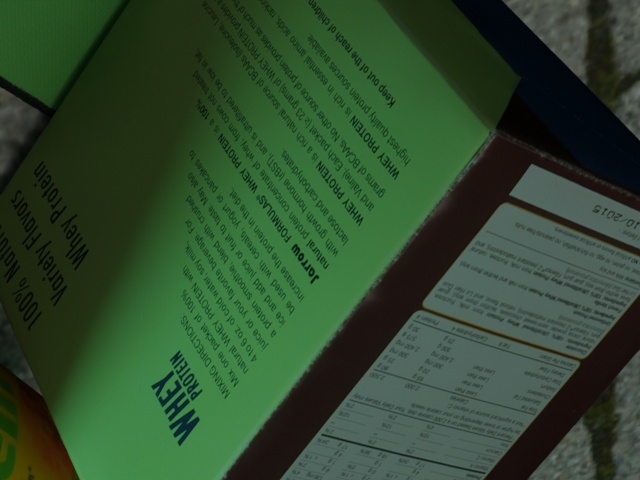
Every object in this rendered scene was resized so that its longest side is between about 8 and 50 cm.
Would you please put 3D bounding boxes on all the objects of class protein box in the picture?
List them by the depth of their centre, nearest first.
[{"bbox_3d":[0.000,0.000,0.619,0.136,0.200,0.201,20,115,-41],"label":"protein box"}]

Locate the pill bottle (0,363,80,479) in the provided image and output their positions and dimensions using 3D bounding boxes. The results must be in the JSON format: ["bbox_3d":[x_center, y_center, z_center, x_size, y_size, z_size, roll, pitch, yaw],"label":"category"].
[{"bbox_3d":[-0.199,0.072,0.615,0.136,0.136,0.245,-38,137,3],"label":"pill bottle"}]

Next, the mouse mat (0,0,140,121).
[{"bbox_3d":[-0.040,-0.113,0.647,0.190,0.007,0.153,-44,136,11],"label":"mouse mat"}]
